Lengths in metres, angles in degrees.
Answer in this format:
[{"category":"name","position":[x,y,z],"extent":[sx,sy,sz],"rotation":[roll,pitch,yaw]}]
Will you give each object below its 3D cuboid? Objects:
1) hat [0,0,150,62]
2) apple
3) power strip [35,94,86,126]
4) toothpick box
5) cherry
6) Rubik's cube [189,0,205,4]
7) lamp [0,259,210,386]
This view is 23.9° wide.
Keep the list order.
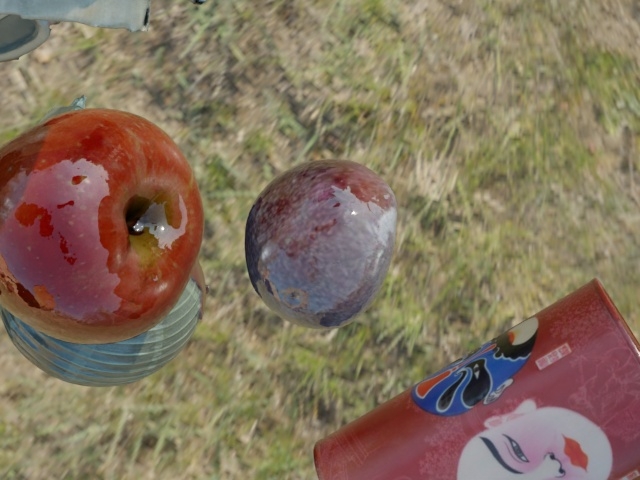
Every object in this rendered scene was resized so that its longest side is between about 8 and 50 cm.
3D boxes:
[{"category":"hat","position":[-0.245,-0.172,0.957],"extent":[0.226,0.219,0.164],"rotation":[20,113,32]},{"category":"apple","position":[-0.257,-0.014,1.670],"extent":[0.216,0.260,0.260],"rotation":[-3,108,42]},{"category":"power strip","position":[-0.387,-0.074,1.951],"extent":[0.046,0.118,0.270],"rotation":[44,74,-23]},{"category":"toothpick box","position":[0.184,0.206,1.516],"extent":[0.333,0.204,0.204],"rotation":[-32,99,9]},{"category":"cherry","position":[0.001,0.002,1.477],"extent":[0.140,0.176,0.176],"rotation":[7,108,-19]},{"category":"Rubik's cube","position":[-0.202,-0.407,1.613],"extent":[0.250,0.284,0.234],"rotation":[-4,137,50]},{"category":"lamp","position":[-0.270,0.069,1.922],"extent":[0.265,0.233,0.233],"rotation":[21,109,-20]}]
